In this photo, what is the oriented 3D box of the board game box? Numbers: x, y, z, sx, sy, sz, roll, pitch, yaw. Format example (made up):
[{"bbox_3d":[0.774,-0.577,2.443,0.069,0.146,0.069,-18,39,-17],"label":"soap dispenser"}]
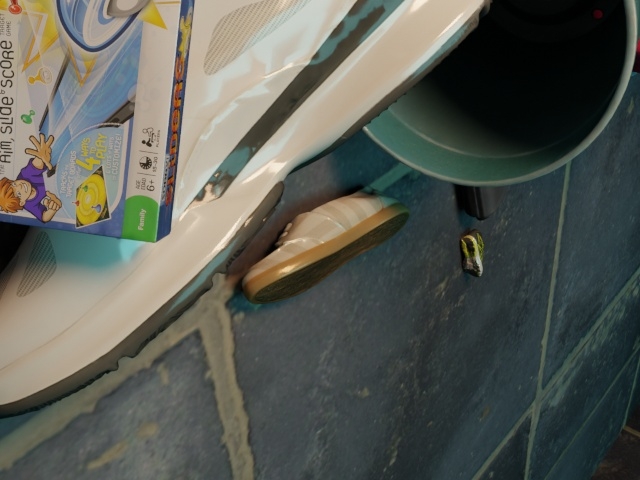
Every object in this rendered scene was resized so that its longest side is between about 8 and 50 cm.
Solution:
[{"bbox_3d":[-0.134,-0.108,0.369,0.035,0.136,0.201,-80,177,-80],"label":"board game box"}]

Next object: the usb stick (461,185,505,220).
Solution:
[{"bbox_3d":[0.199,-0.140,0.935,0.077,0.045,0.278,-47,140,-25],"label":"usb stick"}]

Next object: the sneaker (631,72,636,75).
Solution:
[{"bbox_3d":[0.593,-0.358,1.316,0.229,0.087,0.092,-23,133,-37],"label":"sneaker"}]

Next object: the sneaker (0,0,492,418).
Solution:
[{"bbox_3d":[-0.124,-0.115,0.469,0.447,0.169,0.257,-44,110,-5],"label":"sneaker"}]

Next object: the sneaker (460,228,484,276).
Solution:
[{"bbox_3d":[0.227,0.019,1.074,0.035,0.031,0.083,-46,140,-29],"label":"sneaker"}]

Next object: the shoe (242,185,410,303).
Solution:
[{"bbox_3d":[0.000,0.000,0.748,0.219,0.058,0.076,-27,160,-38],"label":"shoe"}]

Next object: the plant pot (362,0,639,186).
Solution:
[{"bbox_3d":[0.175,-0.228,0.682,0.255,0.272,0.271,-45,141,-43],"label":"plant pot"}]

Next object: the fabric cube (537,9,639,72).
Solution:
[{"bbox_3d":[0.372,-0.340,0.870,0.254,0.258,0.259,-6,113,-51],"label":"fabric cube"}]
